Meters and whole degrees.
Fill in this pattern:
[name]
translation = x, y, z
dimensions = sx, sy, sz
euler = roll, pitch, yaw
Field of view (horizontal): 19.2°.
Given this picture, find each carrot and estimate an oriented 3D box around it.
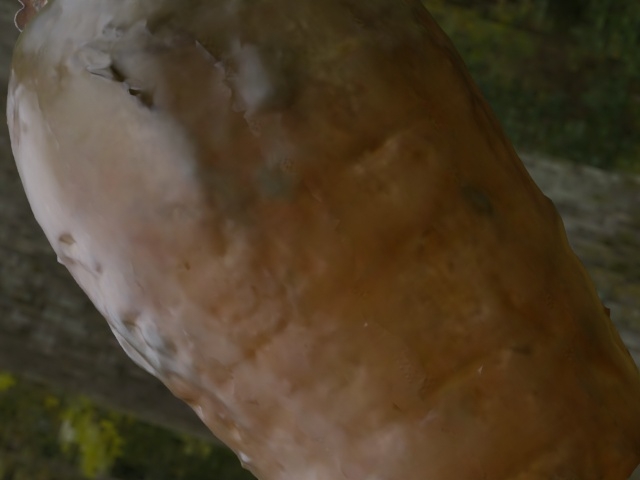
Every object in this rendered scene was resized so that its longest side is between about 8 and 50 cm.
[carrot]
translation = 0.000, 0.000, 0.939
dimensions = 0.224, 0.340, 0.224
euler = -36, 1, 1

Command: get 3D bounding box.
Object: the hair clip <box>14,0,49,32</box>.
[hair clip]
translation = -0.205, -0.168, 1.453
dimensions = 0.056, 0.062, 0.214
euler = 99, 156, -65
